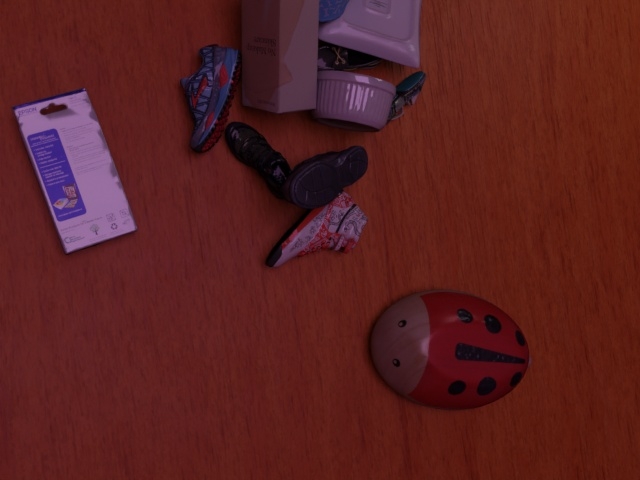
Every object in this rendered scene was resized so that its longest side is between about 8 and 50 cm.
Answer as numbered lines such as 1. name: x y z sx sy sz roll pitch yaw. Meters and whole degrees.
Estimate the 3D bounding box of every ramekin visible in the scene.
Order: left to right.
1. ramekin: 0.073 -0.330 1.743 0.207 0.207 0.109 9 93 -19

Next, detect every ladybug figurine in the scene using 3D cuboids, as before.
1. ladybug figurine: 0.350 0.277 1.818 0.449 0.162 0.305 7 84 -20

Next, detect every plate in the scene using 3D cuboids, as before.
1. plate: 0.137 -0.590 1.821 0.277 0.045 0.278 12 66 -16

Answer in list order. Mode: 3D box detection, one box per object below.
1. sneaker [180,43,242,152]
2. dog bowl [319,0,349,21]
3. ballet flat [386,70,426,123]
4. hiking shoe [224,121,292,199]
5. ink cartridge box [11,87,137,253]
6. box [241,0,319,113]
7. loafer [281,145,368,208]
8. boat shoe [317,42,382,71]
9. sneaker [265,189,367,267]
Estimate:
1. sneaker: -0.270 -0.330 1.685 0.125 0.104 0.262 16 79 2
2. dog bowl: 0.038 -0.651 1.740 0.166 0.074 0.297 42 62 0
3. ballet flat: 0.208 -0.363 1.871 0.188 0.070 0.070 -40 100 -16
4. hiking shoe: -0.128 -0.198 1.702 0.227 0.114 0.086 45 73 -12
5. ink cartridge box: -0.534 -0.150 1.580 0.165 0.065 0.333 -19 94 -20
6. box: -0.093 -0.456 1.648 0.121 0.148 0.311 -16 115 -41
7. loafer: -0.002 -0.150 1.699 0.302 0.095 0.109 -31 120 -47
8. boat shoe: 0.057 -0.463 1.811 0.227 0.068 0.081 -12 90 -20
9. sneaker: 0.001 -0.001 1.749 0.145 0.090 0.270 44 71 -9
